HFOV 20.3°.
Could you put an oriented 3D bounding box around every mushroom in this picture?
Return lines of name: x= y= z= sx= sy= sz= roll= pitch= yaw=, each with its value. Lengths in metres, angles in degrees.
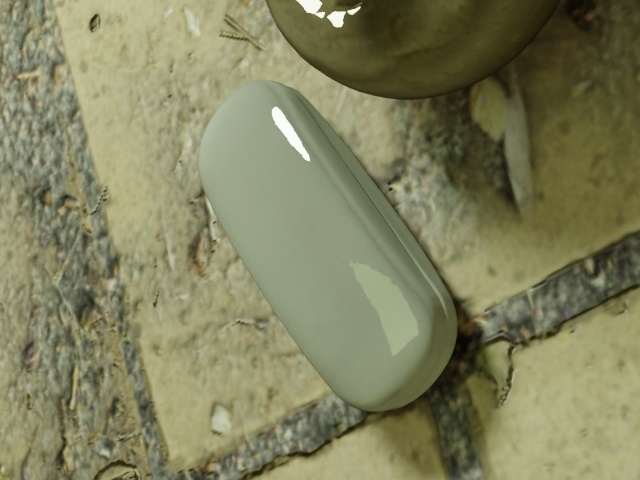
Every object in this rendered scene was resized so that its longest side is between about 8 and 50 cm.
mushroom: x=0.029 y=-0.185 z=0.977 sx=0.207 sy=0.215 sz=0.207 roll=-11 pitch=76 yaw=48

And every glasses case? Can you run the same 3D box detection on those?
glasses case: x=0.000 y=0.000 z=1.078 sx=0.092 sy=0.059 sz=0.233 roll=-50 pitch=56 yaw=23
